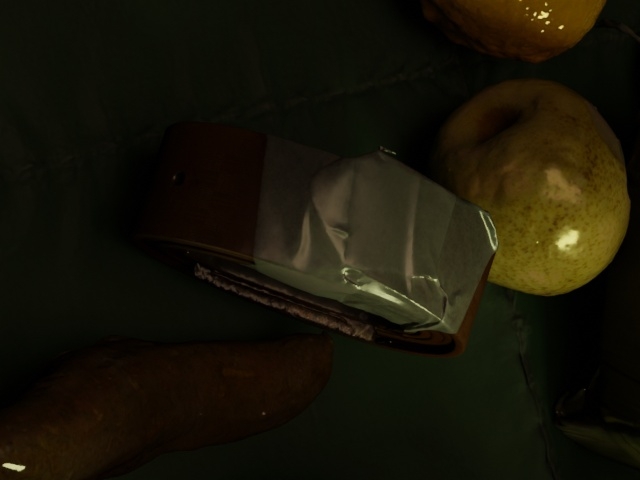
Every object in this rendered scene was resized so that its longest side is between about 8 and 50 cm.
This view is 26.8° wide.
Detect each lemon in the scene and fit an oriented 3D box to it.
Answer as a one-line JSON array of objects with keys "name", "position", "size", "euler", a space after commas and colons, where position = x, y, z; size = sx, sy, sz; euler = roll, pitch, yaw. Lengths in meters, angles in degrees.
[{"name": "lemon", "position": [0.148, -0.220, 1.087], "size": [0.187, 0.142, 0.142], "euler": [15, 80, -19]}]

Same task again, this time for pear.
[{"name": "pear", "position": [0.171, -0.038, 1.079], "size": [0.178, 0.178, 0.178], "euler": [2, 87, -31]}]

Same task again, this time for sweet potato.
[{"name": "sweet potato", "position": [-0.127, 0.108, 0.903], "size": [0.341, 0.114, 0.092], "euler": [-7, 89, -54]}]

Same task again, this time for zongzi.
[{"name": "zongzi", "position": [0.365, 0.005, 1.036], "size": [0.181, 0.418, 0.447], "euler": [0, 100, -24]}]

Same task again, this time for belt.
[{"name": "belt", "position": [0.000, 0.000, 0.959], "size": [0.261, 0.184, 0.105], "euler": [22, 75, -14]}]
